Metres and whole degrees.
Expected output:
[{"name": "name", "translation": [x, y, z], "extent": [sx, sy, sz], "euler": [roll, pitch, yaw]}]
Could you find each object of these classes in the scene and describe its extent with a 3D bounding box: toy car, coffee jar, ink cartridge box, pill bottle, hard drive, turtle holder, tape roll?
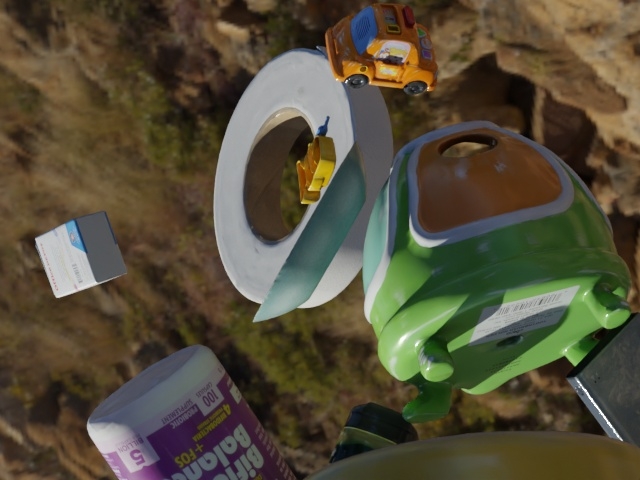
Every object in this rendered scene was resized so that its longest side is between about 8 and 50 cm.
[{"name": "toy car", "translation": [0.029, -0.067, 0.537], "extent": [0.040, 0.060, 0.122], "euler": [120, 165, -51]}, {"name": "coffee jar", "translation": [0.036, 0.257, 1.148], "extent": [0.079, 0.184, 0.096], "euler": [20, 159, 12]}, {"name": "ink cartridge box", "translation": [-0.317, 0.019, 1.517], "extent": [0.122, 0.052, 0.088], "euler": [-18, 92, 49]}, {"name": "pill bottle", "translation": [-0.121, 0.285, 1.325], "extent": [0.301, 0.169, 0.169], "euler": [57, 151, -8]}, {"name": "hard drive", "translation": [0.290, 0.145, 1.025], "extent": [0.135, 0.094, 0.022], "euler": [53, 155, -6]}, {"name": "turtle holder", "translation": [0.163, 0.029, 1.095], "extent": [0.243, 0.320, 0.227], "euler": [-26, 64, 18]}, {"name": "tape roll", "translation": [-0.035, -0.094, 1.721], "extent": [0.392, 0.072, 0.392], "euler": [-18, 67, 53]}]

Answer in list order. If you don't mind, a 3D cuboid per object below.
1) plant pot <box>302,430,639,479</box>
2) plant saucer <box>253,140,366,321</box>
[{"name": "plant pot", "translation": [0.075, 0.213, 0.452], "extent": [0.254, 0.254, 0.239], "euler": [130, 143, -54]}, {"name": "plant saucer", "translation": [0.000, 0.000, 1.070], "extent": [0.037, 0.195, 0.195], "euler": [30, 140, 1]}]
